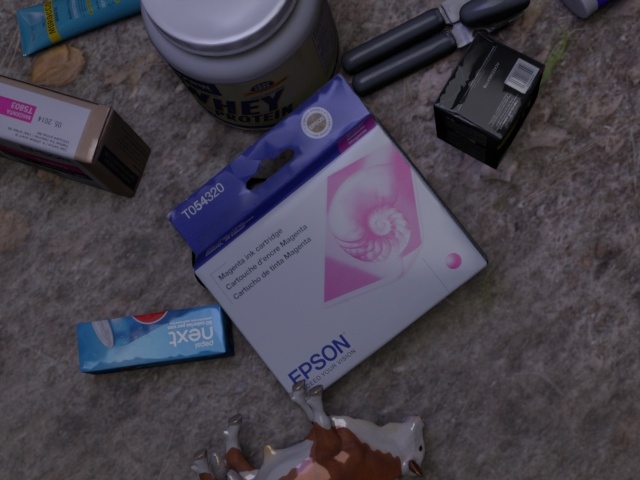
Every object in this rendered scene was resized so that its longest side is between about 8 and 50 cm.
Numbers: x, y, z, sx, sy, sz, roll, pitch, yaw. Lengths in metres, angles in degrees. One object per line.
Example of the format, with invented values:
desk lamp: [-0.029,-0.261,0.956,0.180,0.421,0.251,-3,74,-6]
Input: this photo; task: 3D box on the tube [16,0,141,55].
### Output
tube: [-0.365,-0.347,1.631,0.207,0.052,0.080,-17,67,10]

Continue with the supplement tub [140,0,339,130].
supplement tub: [-0.105,-0.298,1.442,0.235,0.325,0.236,-1,79,8]

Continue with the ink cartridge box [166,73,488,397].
ink cartridge box: [0.000,0.000,1.449,0.324,0.071,0.330,-39,89,9]

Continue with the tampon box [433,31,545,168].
tampon box: [0.228,-0.187,1.461,0.101,0.161,0.120,30,86,11]

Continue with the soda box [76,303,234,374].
soda box: [-0.232,0.140,1.509,0.210,0.067,0.071,-8,79,5]

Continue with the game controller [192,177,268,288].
game controller: [-0.023,0.000,1.508,0.319,0.067,0.167,3,80,9]

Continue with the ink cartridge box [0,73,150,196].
ink cartridge box: [-0.383,-0.152,1.519,0.234,0.193,0.088,17,82,11]

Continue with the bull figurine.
bull figurine: [-0.014,0.291,1.415,0.310,0.101,0.188,-31,102,6]

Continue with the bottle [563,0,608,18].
bottle: [0.460,-0.428,1.510,0.283,0.092,0.118,-41,77,-1]

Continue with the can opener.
can opener: [0.161,-0.301,1.533,0.280,0.093,0.074,-26,78,7]
